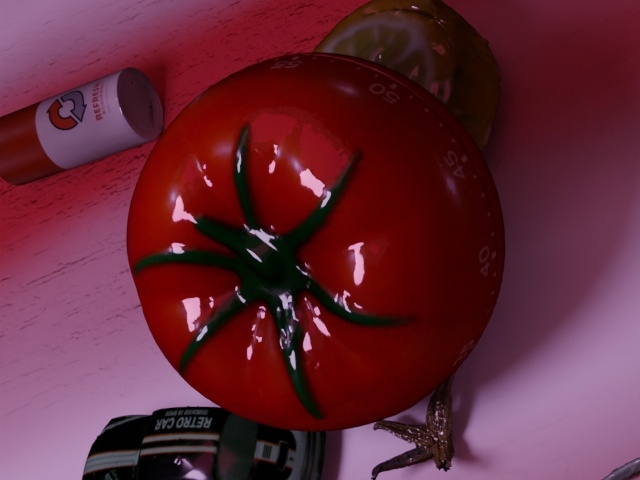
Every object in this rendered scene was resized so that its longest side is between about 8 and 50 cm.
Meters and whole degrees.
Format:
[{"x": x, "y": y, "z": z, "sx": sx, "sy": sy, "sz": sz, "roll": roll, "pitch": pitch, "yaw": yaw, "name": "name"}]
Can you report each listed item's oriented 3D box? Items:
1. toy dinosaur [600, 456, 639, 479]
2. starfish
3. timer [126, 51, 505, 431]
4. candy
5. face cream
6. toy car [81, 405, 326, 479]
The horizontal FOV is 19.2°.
[{"x": 0.348, "y": 0.152, "z": 1.705, "sx": 0.383, "sy": 0.129, "sz": 0.076, "roll": -24, "pitch": 45, "yaw": 23, "name": "toy dinosaur"}, {"x": 0.110, "y": 0.206, "z": 1.900, "sx": 0.133, "sy": 0.041, "sz": 0.130, "roll": -43, "pitch": 34, "yaw": 3, "name": "starfish"}, {"x": 0.000, "y": 0.000, "z": 1.892, "sx": 0.378, "sy": 0.279, "sz": 0.378, "roll": 8, "pitch": 109, "yaw": 26, "name": "timer"}, {"x": 0.076, "y": -0.151, "z": 2.097, "sx": 0.260, "sy": 0.118, "sz": 0.260, "roll": -20, "pitch": 52, "yaw": 28, "name": "candy"}, {"x": -0.312, "y": -0.141, "z": 2.386, "sx": 0.214, "sy": 0.096, "sz": 0.096, "roll": -17, "pitch": 55, "yaw": 28, "name": "face cream"}, {"x": -0.143, "y": 0.240, "z": 2.013, "sx": 0.306, "sy": 0.125, "sz": 0.136, "roll": -6, "pitch": 60, "yaw": 31, "name": "toy car"}]
